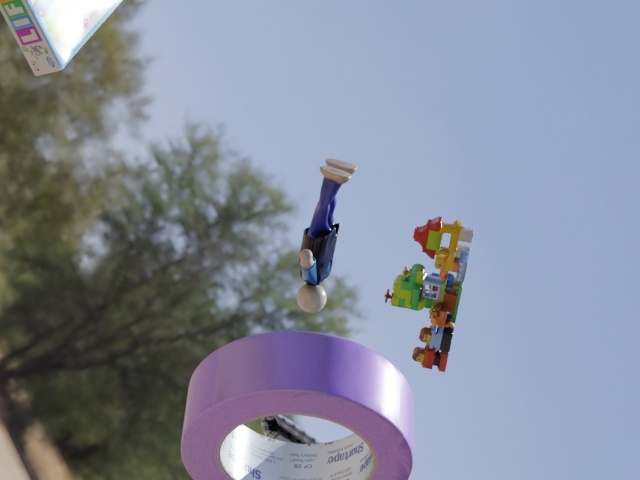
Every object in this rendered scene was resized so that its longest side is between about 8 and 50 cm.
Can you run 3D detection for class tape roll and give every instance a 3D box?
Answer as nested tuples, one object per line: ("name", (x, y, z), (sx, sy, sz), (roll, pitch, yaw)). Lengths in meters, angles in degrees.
("tape roll", (-0.026, 0.226, 1.789), (0.275, 0.275, 0.090), (77, 13, -47))

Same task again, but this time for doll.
("doll", (0.000, 0.000, 1.825), (0.129, 0.046, 0.189), (-54, 158, -69))

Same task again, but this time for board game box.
("board game box", (-0.197, -0.209, 1.146), (0.103, 0.026, 0.154), (65, 32, -28))

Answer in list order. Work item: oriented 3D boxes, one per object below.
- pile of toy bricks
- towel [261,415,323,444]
("pile of toy bricks", (0.143, 0.077, 2.093), (0.118, 0.105, 0.212), (-70, 170, -57))
("towel", (0.057, 0.374, 2.192), (0.324, 0.056, 0.312), (33, -10, 11))
